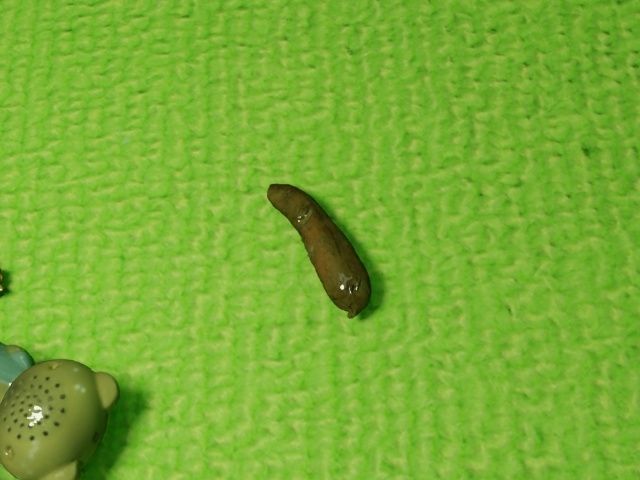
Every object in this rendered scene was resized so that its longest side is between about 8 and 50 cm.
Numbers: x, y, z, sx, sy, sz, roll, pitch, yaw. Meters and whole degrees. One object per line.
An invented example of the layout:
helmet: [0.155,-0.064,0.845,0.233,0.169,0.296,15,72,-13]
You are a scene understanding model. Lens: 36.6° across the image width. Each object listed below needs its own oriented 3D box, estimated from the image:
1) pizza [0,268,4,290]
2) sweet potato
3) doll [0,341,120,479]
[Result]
pizza: [-0.604,0.048,1.531,0.228,0.081,0.289,12,64,13]
sweet potato: [0.000,0.000,1.486,0.075,0.075,0.273,-29,61,-8]
doll: [-0.421,0.237,1.367,0.260,0.161,0.177,17,65,18]
